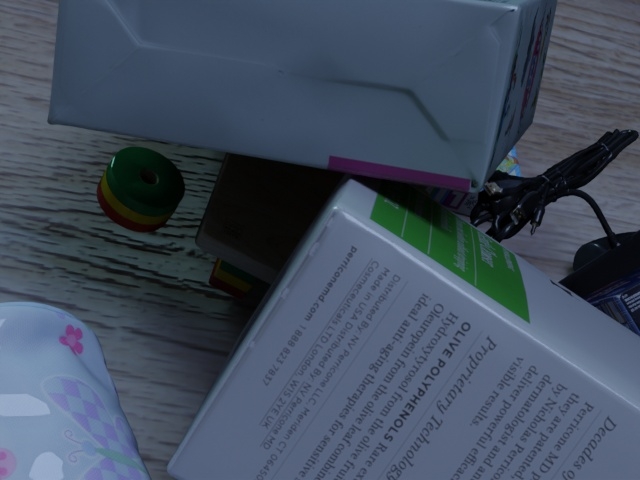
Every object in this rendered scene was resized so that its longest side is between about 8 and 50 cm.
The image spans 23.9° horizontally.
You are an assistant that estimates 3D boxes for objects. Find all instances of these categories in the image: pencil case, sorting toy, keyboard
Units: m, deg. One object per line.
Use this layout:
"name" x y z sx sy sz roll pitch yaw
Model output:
"pencil case" -0.116 0.159 0.653 0.124 0.113 0.273 24 34 -49
"sorting toy" 0.000 0.000 0.923 0.274 0.046 0.132 27 42 -11
"keyboard" 0.190 0.024 0.959 0.317 0.033 0.202 -26 91 -42

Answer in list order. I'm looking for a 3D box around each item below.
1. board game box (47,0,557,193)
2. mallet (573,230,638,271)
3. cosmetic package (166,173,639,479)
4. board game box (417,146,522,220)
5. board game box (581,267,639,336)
"board game box" 0.010 -0.110 0.857 0.224 0.098 0.303 11 14 11
"mallet" 0.232 0.075 1.008 0.062 0.039 0.190 -2 56 -34
"cosmetic package" 0.126 0.128 0.748 0.365 0.155 0.197 32 11 -3
"board game box" 0.064 -0.072 1.049 0.154 0.026 0.103 14 45 -19
"board game box" 0.250 0.100 0.919 0.194 0.060 0.194 -21 89 -42
